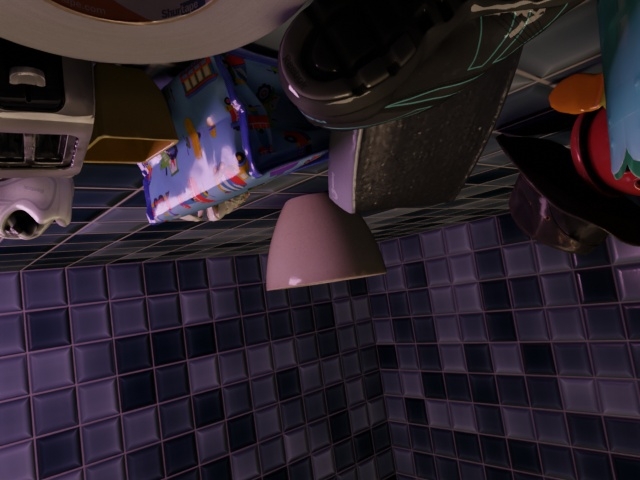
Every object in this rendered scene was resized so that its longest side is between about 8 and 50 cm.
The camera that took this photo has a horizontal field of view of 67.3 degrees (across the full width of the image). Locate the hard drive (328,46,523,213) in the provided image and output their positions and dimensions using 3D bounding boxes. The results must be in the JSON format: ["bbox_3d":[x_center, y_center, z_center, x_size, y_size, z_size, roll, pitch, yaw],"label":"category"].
[{"bbox_3d":[0.100,-0.130,0.480,0.172,0.054,0.254,-7,139,-13],"label":"hard drive"}]

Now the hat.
[{"bbox_3d":[0.449,-0.065,0.908,0.331,0.331,0.134,-4,135,-34],"label":"hat"}]

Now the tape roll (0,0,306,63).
[{"bbox_3d":[-0.106,-0.177,0.251,0.219,0.072,0.219,-8,173,-1],"label":"tape roll"}]

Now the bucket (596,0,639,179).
[{"bbox_3d":[0.406,-0.177,0.439,0.281,0.183,0.281,-8,175,-1],"label":"bucket"}]

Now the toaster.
[{"bbox_3d":[-0.278,-0.120,0.376,0.168,0.110,0.186,-4,173,-32],"label":"toaster"}]

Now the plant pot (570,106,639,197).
[{"bbox_3d":[0.527,-0.158,0.777,0.191,0.191,0.174,-5,176,-27],"label":"plant pot"}]

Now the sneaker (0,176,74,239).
[{"bbox_3d":[-0.475,-0.055,0.713,0.292,0.118,0.110,-10,176,28],"label":"sneaker"}]

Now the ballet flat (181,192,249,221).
[{"bbox_3d":[-0.247,-0.077,1.006,0.091,0.077,0.241,-14,172,41],"label":"ballet flat"}]

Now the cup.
[{"bbox_3d":[0.000,0.000,1.325,0.331,0.236,0.331,-9,174,-1],"label":"cup"}]

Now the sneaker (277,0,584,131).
[{"bbox_3d":[0.095,-0.162,0.347,0.267,0.101,0.106,-25,167,2],"label":"sneaker"}]

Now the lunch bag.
[{"bbox_3d":[-0.061,-0.135,0.621,0.221,0.138,0.293,-16,-177,43],"label":"lunch bag"}]

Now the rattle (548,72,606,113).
[{"bbox_3d":[0.456,-0.203,0.664,0.200,0.130,0.143,-18,176,-11],"label":"rattle"}]

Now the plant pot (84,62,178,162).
[{"bbox_3d":[-0.207,-0.131,0.491,0.081,0.083,0.081,-14,177,44],"label":"plant pot"}]
